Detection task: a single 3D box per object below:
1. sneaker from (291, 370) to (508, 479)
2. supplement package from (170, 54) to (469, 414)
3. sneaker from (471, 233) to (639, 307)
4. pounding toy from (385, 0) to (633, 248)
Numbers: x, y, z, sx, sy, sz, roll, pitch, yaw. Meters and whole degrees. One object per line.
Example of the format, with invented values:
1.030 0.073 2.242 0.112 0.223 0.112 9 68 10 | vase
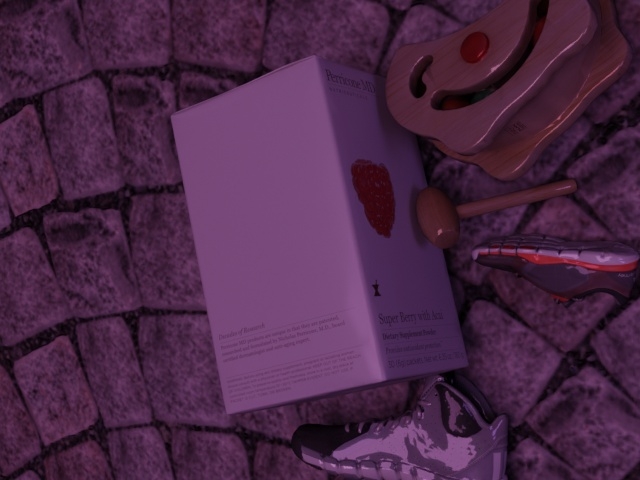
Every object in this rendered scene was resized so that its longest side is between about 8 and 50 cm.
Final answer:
0.085 0.179 1.113 0.229 0.086 0.132 9 98 18 | sneaker
0.000 0.000 1.044 0.175 0.177 0.293 -18 80 31 | supplement package
0.214 0.033 1.020 0.158 0.061 0.065 7 108 30 | sneaker
0.171 -0.129 1.012 0.269 0.155 0.154 -46 46 18 | pounding toy
